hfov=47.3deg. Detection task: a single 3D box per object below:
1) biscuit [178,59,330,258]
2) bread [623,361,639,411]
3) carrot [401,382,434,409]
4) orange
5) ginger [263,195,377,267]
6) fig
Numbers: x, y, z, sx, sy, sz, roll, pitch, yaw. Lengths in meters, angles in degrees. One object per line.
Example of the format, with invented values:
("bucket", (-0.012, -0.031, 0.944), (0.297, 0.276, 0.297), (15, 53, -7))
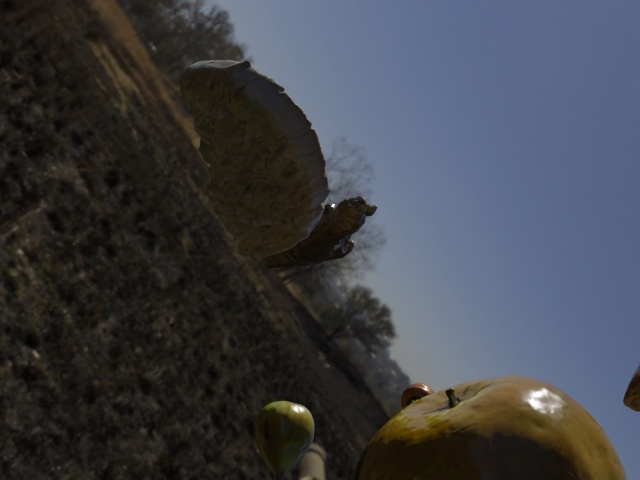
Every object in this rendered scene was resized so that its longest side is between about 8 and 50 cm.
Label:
("biscuit", (-0.068, -0.097, 0.953), (0.179, 0.084, 0.281), (10, -52, 33))
("bread", (0.384, 0.158, 0.851), (0.036, 0.083, 0.047), (43, -33, -4))
("carrot", (0.187, 0.290, 1.346), (0.061, 0.061, 0.256), (55, 5, 14))
("orange", (0.168, 0.265, 0.738), (0.279, 0.278, 0.235), (74, -5, -83))
("ginger", (0.000, -0.001, 1.371), (0.333, 0.166, 0.080), (126, -36, -63))
("fig", (-0.069, 0.323, 1.094), (0.093, 0.166, 0.093), (18, -20, 7))
